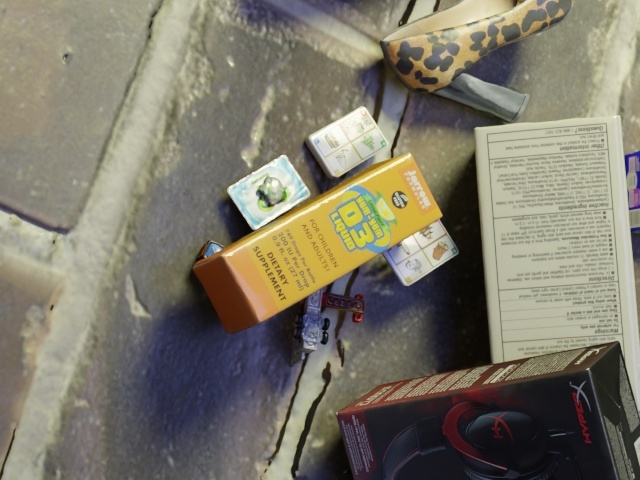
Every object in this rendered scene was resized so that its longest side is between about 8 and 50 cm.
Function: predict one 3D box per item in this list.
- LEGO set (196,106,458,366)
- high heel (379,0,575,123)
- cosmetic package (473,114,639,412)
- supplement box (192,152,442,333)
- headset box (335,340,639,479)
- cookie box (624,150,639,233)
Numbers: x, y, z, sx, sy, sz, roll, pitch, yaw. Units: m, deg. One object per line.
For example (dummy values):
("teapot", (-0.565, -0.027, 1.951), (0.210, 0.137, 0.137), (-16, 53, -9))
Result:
("LEGO set", (-0.005, 0.000, 1.570), (0.244, 0.060, 0.182), (-33, 89, -29))
("high heel", (0.169, -0.266, 1.638), (0.186, 0.093, 0.261), (18, 90, -33))
("cosmetic package", (0.242, 0.030, 1.611), (0.153, 0.129, 0.296), (-3, 86, 9))
("supplement box", (0.000, 0.000, 1.498), (0.233, 0.080, 0.078), (-30, 94, -30))
("headset box", (0.161, 0.234, 1.508), (0.110, 0.293, 0.218), (-22, 98, -62))
("cookie box", (0.395, -0.052, 1.786), (0.107, 0.040, 0.091), (4, 83, -28))
